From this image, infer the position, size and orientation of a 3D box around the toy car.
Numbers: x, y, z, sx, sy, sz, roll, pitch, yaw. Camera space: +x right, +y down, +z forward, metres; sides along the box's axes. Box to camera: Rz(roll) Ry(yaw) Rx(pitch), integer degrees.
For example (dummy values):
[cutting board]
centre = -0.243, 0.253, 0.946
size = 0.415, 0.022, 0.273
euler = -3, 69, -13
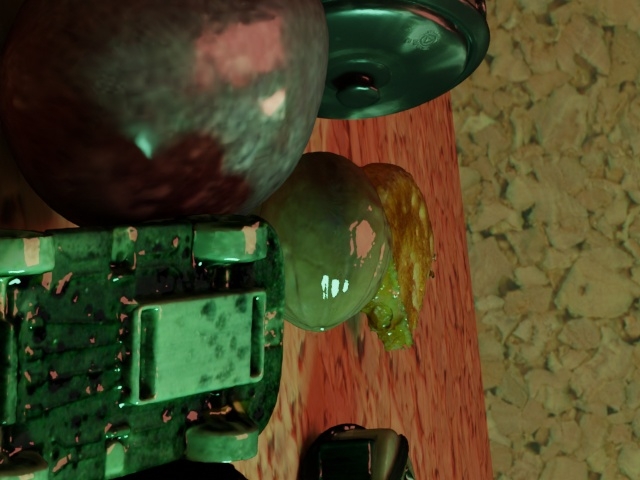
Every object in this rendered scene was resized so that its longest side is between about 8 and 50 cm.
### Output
[toy car]
centre = -0.134, 0.055, 0.924
size = 0.306, 0.125, 0.136
euler = -6, 100, -54

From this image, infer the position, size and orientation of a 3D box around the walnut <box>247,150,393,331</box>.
[walnut]
centre = -0.001, 0.000, 1.602
size = 0.140, 0.140, 0.162
euler = 43, 28, -73

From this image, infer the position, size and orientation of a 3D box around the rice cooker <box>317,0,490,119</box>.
[rice cooker]
centre = 0.028, -0.226, 1.579
size = 0.280, 0.241, 0.227
euler = 109, -20, -64

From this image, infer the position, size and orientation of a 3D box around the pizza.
[pizza]
centre = 0.074, 0.020, 2.079
size = 0.335, 0.086, 0.226
euler = 10, 80, -76

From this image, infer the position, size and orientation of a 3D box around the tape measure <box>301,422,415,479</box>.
[tape measure]
centre = 0.049, 0.277, 1.775
size = 0.235, 0.115, 0.207
euler = 68, 22, -54

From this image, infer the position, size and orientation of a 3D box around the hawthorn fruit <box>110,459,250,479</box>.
[hawthorn fruit]
centre = -0.089, 0.247, 1.011
size = 0.189, 0.189, 0.251
euler = -80, 180, -52

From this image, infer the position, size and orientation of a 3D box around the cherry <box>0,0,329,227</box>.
[cherry]
centre = -0.094, -0.102, 1.061
size = 0.266, 0.183, 0.213
euler = -27, 126, -50
